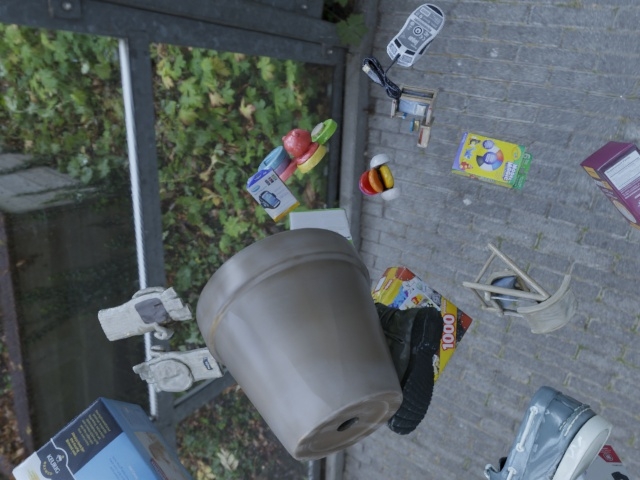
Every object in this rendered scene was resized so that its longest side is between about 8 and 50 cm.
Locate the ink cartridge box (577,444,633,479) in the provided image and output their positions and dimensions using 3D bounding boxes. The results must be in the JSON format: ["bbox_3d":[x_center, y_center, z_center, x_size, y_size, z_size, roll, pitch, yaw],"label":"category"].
[{"bbox_3d":[0.588,0.525,0.937,0.127,0.175,0.072,6,124,-12],"label":"ink cartridge box"}]

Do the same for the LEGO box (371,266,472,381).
[{"bbox_3d":[0.315,0.415,1.838,0.372,0.500,0.193,37,169,-8],"label":"LEGO box"}]

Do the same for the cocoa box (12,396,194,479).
[{"bbox_3d":[-0.448,0.568,1.018,0.347,0.228,0.231,43,164,19],"label":"cocoa box"}]

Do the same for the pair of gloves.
[{"bbox_3d":[-0.335,0.213,0.961,0.204,0.042,0.240,-23,104,15],"label":"pair of gloves"}]

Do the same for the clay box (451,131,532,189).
[{"bbox_3d":[0.542,-0.250,1.420,0.222,0.053,0.128,18,87,17],"label":"clay box"}]

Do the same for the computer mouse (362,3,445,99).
[{"bbox_3d":[0.176,-0.384,0.907,0.106,0.042,0.193,42,93,9],"label":"computer mouse"}]

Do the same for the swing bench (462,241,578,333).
[{"bbox_3d":[0.604,0.162,1.346,0.254,0.253,0.165,31,86,41],"label":"swing bench"}]

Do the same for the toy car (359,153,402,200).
[{"bbox_3d":[0.202,-0.209,1.585,0.136,0.182,0.159,-22,91,7],"label":"toy car"}]

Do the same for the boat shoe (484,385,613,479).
[{"bbox_3d":[0.305,0.358,0.673,0.099,0.116,0.320,41,122,44],"label":"boat shoe"}]

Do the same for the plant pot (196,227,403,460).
[{"bbox_3d":[-0.014,0.189,0.761,0.323,0.323,0.280,-59,46,32],"label":"plant pot"}]

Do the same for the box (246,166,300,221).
[{"bbox_3d":[-0.123,-0.120,1.137,0.081,0.028,0.136,-35,119,8],"label":"box"}]

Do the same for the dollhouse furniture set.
[{"bbox_3d":[0.309,-0.404,1.513,0.129,0.129,0.184,15,138,15],"label":"dollhouse furniture set"}]

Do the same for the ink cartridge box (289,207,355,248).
[{"bbox_3d":[0.000,0.000,1.428,0.188,0.255,0.097,-4,123,-3],"label":"ink cartridge box"}]

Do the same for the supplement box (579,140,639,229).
[{"bbox_3d":[0.648,-0.110,0.938,0.081,0.104,0.188,-41,95,18],"label":"supplement box"}]

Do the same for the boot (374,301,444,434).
[{"bbox_3d":[0.134,0.234,0.860,0.161,0.247,0.083,-9,139,46],"label":"boot"}]

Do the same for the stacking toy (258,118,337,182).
[{"bbox_3d":[-0.094,-0.352,1.640,0.130,0.280,0.309,43,144,-23],"label":"stacking toy"}]
